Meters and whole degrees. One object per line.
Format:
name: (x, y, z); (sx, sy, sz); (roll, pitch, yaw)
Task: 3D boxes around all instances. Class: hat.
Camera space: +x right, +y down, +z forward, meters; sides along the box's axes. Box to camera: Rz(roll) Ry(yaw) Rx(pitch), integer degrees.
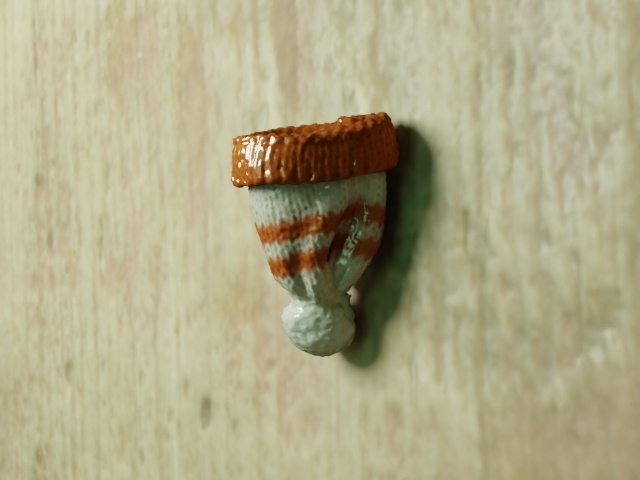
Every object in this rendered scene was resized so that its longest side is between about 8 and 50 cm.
hat: (0.000, 0.000, 1.054); (0.093, 0.112, 0.162); (-156, 60, -75)
